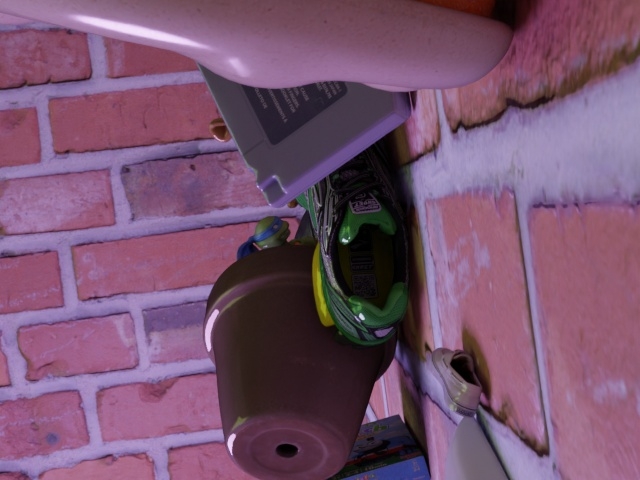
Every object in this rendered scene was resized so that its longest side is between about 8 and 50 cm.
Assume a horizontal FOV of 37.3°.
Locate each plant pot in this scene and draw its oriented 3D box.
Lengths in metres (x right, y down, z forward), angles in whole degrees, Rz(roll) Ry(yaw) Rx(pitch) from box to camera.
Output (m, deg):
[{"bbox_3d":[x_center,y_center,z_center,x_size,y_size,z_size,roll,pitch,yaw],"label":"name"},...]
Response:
[{"bbox_3d":[-0.029,0.174,1.198,0.229,0.263,0.263,-86,-7,-48],"label":"plant pot"}]

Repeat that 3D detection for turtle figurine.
[{"bbox_3d":[0.043,0.051,1.374,0.198,0.274,0.266,21,142,62],"label":"turtle figurine"}]

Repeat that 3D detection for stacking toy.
[{"bbox_3d":[-0.024,-0.336,0.508,0.350,0.350,0.480,-109,29,-75],"label":"stacking toy"}]

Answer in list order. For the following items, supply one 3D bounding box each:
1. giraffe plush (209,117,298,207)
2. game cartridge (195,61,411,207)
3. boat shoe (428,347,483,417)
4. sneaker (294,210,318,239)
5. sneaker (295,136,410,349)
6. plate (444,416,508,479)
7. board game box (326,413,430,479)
[{"bbox_3d":[-0.051,-0.162,1.278,0.181,0.170,0.210,-57,6,-18],"label":"giraffe plush"},{"bbox_3d":[-0.032,-0.204,0.986,0.060,0.196,0.294,13,-134,-59],"label":"game cartridge"},{"bbox_3d":[0.116,0.110,0.798,0.100,0.035,0.035,-95,25,-71],"label":"boat shoe"},{"bbox_3d":[0.000,0.000,1.549,0.109,0.130,0.286,3,-101,-61],"label":"sneaker"},{"bbox_3d":[0.043,-0.054,1.083,0.146,0.134,0.343,133,124,-73],"label":"sneaker"},{"bbox_3d":[0.140,0.320,0.738,0.278,0.045,0.277,-107,10,-69],"label":"plate"},{"bbox_3d":[0.049,0.294,1.263,0.211,0.160,0.039,-144,38,-86],"label":"board game box"}]
